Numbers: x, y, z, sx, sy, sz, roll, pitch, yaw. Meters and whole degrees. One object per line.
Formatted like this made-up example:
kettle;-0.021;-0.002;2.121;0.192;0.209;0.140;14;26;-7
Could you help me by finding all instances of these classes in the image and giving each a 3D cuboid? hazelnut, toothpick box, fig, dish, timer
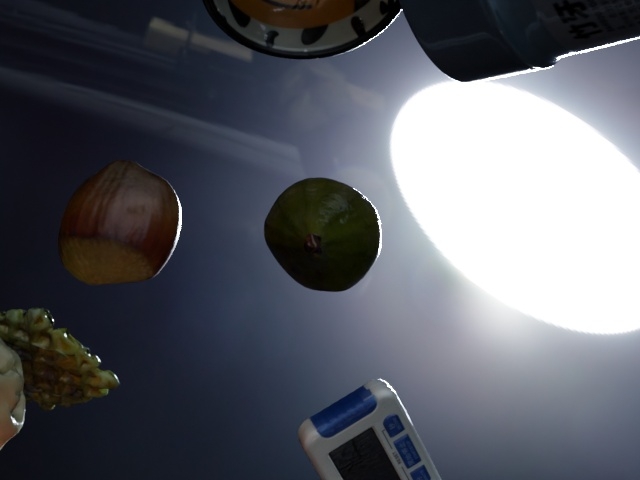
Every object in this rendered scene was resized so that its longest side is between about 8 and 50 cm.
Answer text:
hazelnut;-0.336;-0.026;1.602;0.210;0.210;0.186;38;-144;13
toothpick box;0.114;-0.123;0.375;0.101;0.153;0.101;13;-106;-52
fig;0.015;-0.008;1.065;0.126;0.185;0.133;-29;-85;-18
dish;-0.017;-0.370;1.254;0.303;0.303;0.120;8;-129;-19
timer;0.083;0.366;1.660;0.178;0.253;0.078;-29;-154;-6

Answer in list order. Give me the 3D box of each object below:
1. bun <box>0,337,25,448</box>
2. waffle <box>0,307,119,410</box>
bun;-0.479;0.193;1.367;0.133;0.231;0.231;-20;-124;-12
waffle;-0.443;0.188;1.528;0.223;0.204;0.054;51;-139;-30
